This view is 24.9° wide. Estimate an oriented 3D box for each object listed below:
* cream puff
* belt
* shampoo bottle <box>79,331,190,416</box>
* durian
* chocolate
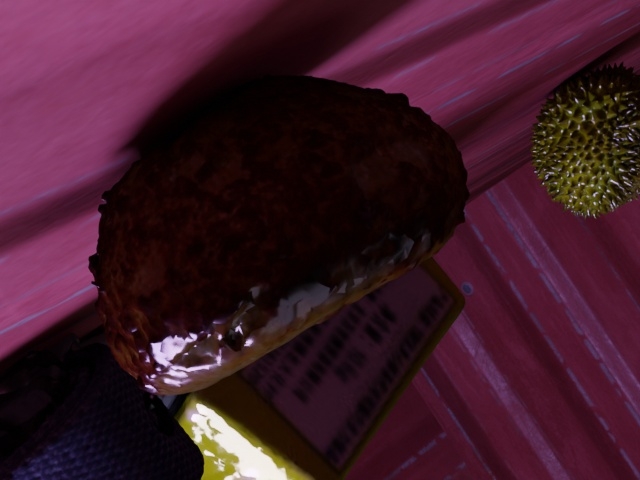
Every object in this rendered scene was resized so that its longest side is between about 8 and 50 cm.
[{"bbox_3d":[-0.022,-0.006,0.506,0.149,0.084,0.149,-29,177,-2],"label":"cream puff"},{"bbox_3d":[-0.193,0.152,0.860,0.230,0.126,0.140,-34,-157,12],"label":"belt"},{"bbox_3d":[-0.146,0.115,1.121,0.134,0.078,0.359,-41,177,-2],"label":"shampoo bottle"},{"bbox_3d":[0.288,-0.105,1.491,0.159,0.146,0.198,-34,161,12],"label":"durian"},{"bbox_3d":[-0.034,0.148,1.186,0.301,0.137,0.289,-51,175,-46],"label":"chocolate"}]
